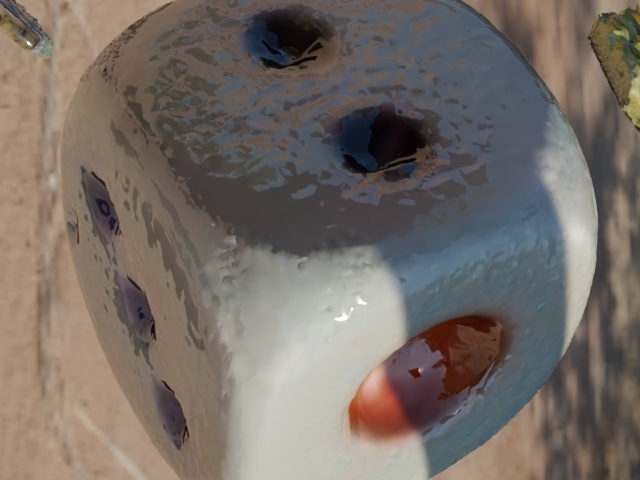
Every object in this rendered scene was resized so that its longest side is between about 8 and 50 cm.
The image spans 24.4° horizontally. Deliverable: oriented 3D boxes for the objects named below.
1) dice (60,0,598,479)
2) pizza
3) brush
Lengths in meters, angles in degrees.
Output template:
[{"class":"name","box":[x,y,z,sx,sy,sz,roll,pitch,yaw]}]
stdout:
[{"class":"dice","box":[0.000,0.000,0.682,0.192,0.194,0.193,55,-26,33]},{"class":"pizza","box":[0.243,-0.116,1.085,0.099,0.035,0.160,21,44,-47]},{"class":"brush","box":[-0.217,-0.149,0.989,0.070,0.021,0.196,44,5,-5]}]
